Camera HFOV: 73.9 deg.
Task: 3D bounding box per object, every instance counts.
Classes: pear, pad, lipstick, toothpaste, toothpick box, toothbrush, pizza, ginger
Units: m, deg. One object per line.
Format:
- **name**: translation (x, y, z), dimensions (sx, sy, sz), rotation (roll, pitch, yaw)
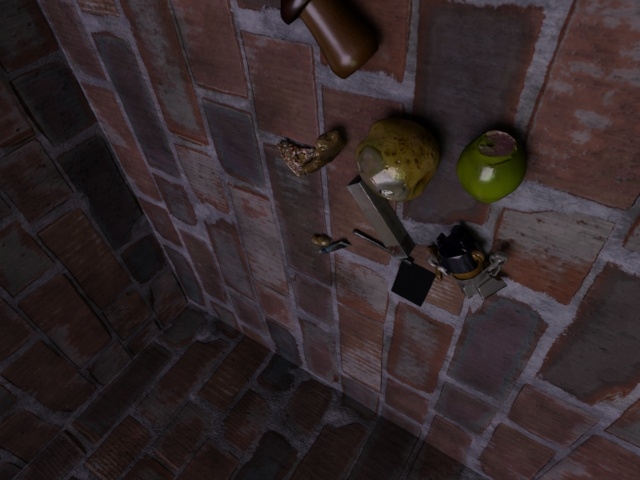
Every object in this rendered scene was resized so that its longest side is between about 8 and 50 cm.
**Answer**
- **pear**: translation (0.241, -0.259, 1.352), dimensions (0.271, 0.271, 0.271), rotation (26, 144, 21)
- **pad**: translation (0.410, 0.189, 1.896), dimensions (0.159, 0.009, 0.265), rotation (29, 144, 18)
- **pear**: translation (0.485, -0.199, 1.222), dimensions (0.187, 0.187, 0.220), rotation (27, 159, 20)
- **lipstick**: translation (0.241, -0.091, 1.673), dimensions (0.080, 0.076, 0.371), rotation (-8, 124, 51)
- **toothpaste**: translation (0.057, 0.034, 2.036), dimensions (0.062, 0.037, 0.216), rotation (16, 160, -33)
- **toothpick box**: translation (0.022, -0.614, 1.192), dimensions (0.294, 0.192, 0.192), rotation (46, 147, -20)
- **toothbrush**: translation (0.265, 0.025, 1.830), dimensions (0.297, 0.030, 0.030), rotation (29, 154, 19)
- **pizza**: translation (-0.086, -0.338, 1.737), dimensions (0.195, 0.052, 0.185), rotation (-6, 128, 47)
- **ginger**: translation (-0.001, -0.320, 1.608), dimensions (0.086, 0.131, 0.294), rotation (61, 149, 4)

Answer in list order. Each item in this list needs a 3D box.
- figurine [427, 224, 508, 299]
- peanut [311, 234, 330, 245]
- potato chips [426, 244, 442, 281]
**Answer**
- **figurine**: translation (0.529, 0.082, 1.532), dimensions (0.308, 0.143, 0.308), rotation (10, 136, 10)
- **peanut**: translation (0.000, 0.000, 2.047), dimensions (0.113, 0.054, 0.054), rotation (9, 135, 41)
- **potato chips**: translation (0.463, 0.089, 1.704), dimensions (0.026, 0.037, 0.204), rotation (21, 149, 43)
